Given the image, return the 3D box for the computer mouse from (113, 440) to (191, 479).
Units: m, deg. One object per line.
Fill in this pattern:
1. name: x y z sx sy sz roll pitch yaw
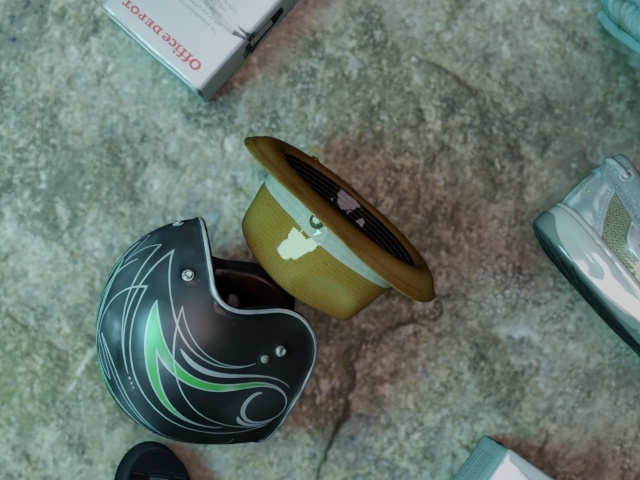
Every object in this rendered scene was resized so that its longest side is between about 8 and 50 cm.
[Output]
1. computer mouse: -0.144 0.281 0.896 0.071 0.041 0.242 16 64 -28

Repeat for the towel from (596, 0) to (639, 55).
1. towel: 0.395 -0.178 0.814 0.321 0.374 0.090 -7 114 -2

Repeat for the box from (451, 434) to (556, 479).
1. box: 0.159 0.282 0.889 0.181 0.119 0.182 37 86 1

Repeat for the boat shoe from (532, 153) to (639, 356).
1. boat shoe: 0.313 0.074 0.910 0.103 0.118 0.320 -43 81 1

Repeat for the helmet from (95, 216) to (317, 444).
1. helmet: -0.096 0.072 0.880 0.162 0.169 0.169 23 86 -17

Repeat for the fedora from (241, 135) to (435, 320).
1. fedora: 0.000 0.000 0.887 0.194 0.194 0.079 41 102 2

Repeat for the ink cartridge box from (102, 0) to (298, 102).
1. ink cartridge box: -0.091 -0.209 0.949 0.109 0.063 0.150 41 87 2
